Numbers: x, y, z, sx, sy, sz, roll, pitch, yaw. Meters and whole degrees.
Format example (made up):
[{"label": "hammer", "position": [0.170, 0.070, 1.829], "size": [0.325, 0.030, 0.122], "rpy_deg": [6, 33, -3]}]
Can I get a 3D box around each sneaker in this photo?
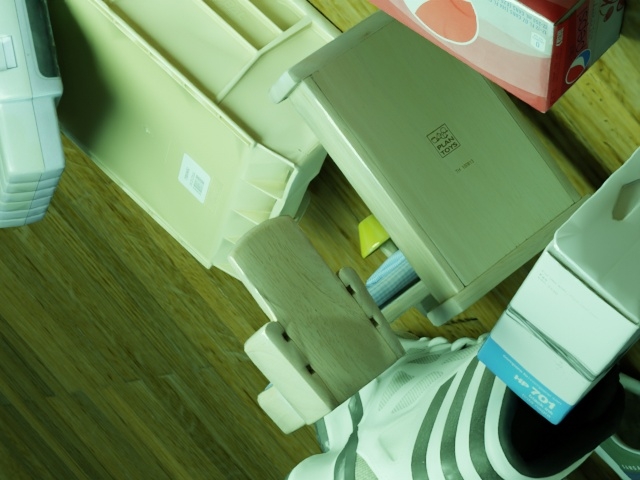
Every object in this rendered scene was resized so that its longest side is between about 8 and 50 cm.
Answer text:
[{"label": "sneaker", "position": [0.275, 0.173, 1.450], "size": [0.192, 0.064, 0.086], "rpy_deg": [41, 162, 18]}, {"label": "sneaker", "position": [0.129, 0.140, 1.497], "size": [0.169, 0.257, 0.447], "rpy_deg": [57, -167, -9]}]

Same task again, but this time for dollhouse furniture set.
[{"label": "dollhouse furniture set", "position": [0.000, 0.000, 1.371], "size": [0.198, 0.286, 0.303], "rpy_deg": [54, 154, 2]}]

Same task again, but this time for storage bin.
[{"label": "storage bin", "position": [-0.102, -0.125, 1.530], "size": [0.260, 0.123, 0.262], "rpy_deg": [42, 156, 7]}]

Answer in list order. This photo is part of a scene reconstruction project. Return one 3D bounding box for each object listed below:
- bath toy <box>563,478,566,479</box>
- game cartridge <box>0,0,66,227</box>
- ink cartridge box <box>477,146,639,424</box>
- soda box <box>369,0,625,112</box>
[{"label": "bath toy", "position": [0.199, 0.302, 1.713], "size": [0.151, 0.129, 0.348], "rpy_deg": [24, 148, 42]}, {"label": "game cartridge", "position": [-0.265, -0.204, 1.518], "size": [0.230, 0.068, 0.355], "rpy_deg": [148, 111, -70]}, {"label": "ink cartridge box", "position": [0.195, 0.024, 1.249], "size": [0.082, 0.139, 0.190], "rpy_deg": [43, 157, 9]}, {"label": "soda box", "position": [0.065, -0.196, 1.181], "size": [0.263, 0.083, 0.092], "rpy_deg": [35, 155, 23]}]
